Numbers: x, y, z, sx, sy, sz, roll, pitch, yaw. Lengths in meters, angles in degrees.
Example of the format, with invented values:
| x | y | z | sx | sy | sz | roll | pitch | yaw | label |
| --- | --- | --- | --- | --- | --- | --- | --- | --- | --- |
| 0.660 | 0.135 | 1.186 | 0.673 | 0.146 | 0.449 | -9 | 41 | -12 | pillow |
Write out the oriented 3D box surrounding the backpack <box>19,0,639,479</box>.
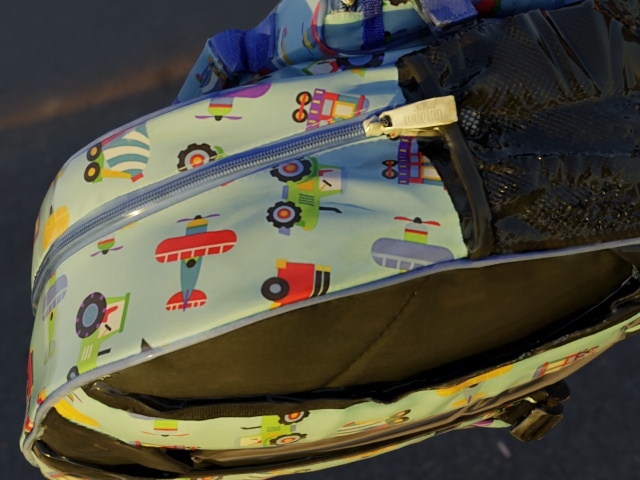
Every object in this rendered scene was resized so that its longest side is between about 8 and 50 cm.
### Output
| x | y | z | sx | sy | sz | roll | pitch | yaw | label |
| --- | --- | --- | --- | --- | --- | --- | --- | --- | --- |
| 0.000 | 0.000 | 0.455 | 0.173 | 0.117 | 0.158 | -12 | -15 | -19 | backpack |
